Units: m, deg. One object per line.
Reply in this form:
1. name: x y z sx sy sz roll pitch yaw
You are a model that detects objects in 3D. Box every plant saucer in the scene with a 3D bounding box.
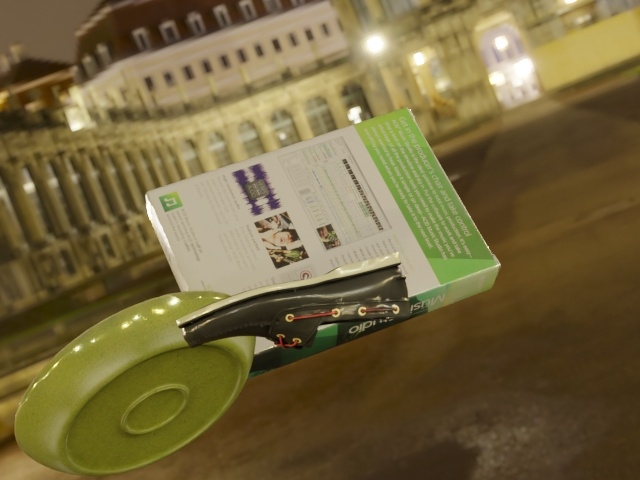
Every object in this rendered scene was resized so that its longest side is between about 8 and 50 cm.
1. plant saucer: -0.157 0.142 1.112 0.241 0.037 0.241 -26 -33 -18

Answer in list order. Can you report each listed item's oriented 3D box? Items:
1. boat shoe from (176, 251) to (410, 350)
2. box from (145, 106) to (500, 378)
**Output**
1. boat shoe: -0.014 0.041 0.688 0.133 0.042 0.049 -13 -4 -10
2. box: 0.000 0.000 1.330 0.322 0.232 0.058 -19 -28 -13
